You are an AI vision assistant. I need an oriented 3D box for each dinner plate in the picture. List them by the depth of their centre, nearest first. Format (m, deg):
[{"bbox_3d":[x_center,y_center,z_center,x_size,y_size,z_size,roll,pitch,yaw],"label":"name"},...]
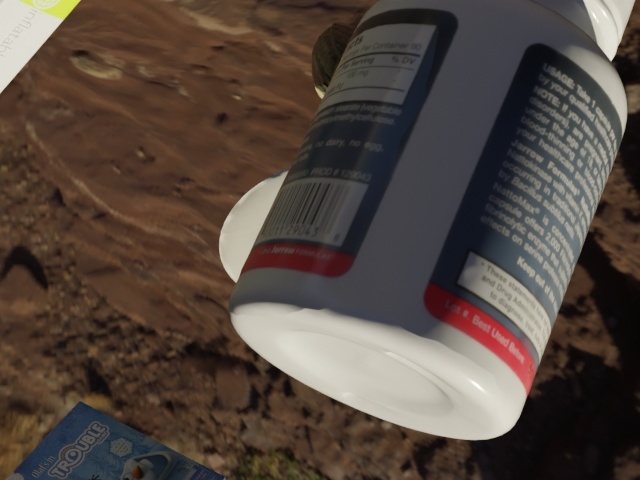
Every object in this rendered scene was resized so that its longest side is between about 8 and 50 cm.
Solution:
[{"bbox_3d":[0.000,0.000,0.887,0.141,0.017,0.141,-8,137,-7],"label":"dinner plate"}]

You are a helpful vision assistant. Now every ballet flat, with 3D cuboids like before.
[{"bbox_3d":[0.026,-0.102,0.819,0.084,0.250,0.058,39,103,-8],"label":"ballet flat"}]

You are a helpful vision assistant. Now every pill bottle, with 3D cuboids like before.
[{"bbox_3d":[0.050,-0.030,0.463,0.108,0.108,0.180,30,70,-15],"label":"pill bottle"}]

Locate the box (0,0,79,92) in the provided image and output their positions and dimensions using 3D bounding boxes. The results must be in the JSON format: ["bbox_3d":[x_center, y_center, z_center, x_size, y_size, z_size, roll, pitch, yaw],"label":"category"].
[{"bbox_3d":[-0.170,-0.108,0.563,0.178,0.042,0.109,-45,62,15],"label":"box"}]

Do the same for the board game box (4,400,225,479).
[{"bbox_3d":[-0.108,0.131,0.625,0.090,0.090,0.020,24,132,15],"label":"board game box"}]
